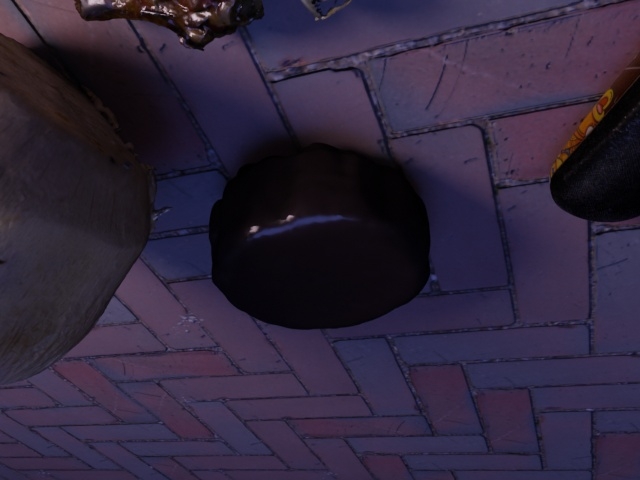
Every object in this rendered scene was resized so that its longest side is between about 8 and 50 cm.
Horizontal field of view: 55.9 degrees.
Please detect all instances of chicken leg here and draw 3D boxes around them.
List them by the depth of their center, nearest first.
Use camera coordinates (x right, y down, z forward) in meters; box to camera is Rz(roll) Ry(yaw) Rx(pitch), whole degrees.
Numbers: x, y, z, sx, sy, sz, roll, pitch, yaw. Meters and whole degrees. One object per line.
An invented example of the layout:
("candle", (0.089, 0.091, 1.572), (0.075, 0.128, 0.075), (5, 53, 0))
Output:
("chicken leg", (-0.141, -0.236, 0.569), (0.196, 0.080, 0.125), (-8, 129, 31))

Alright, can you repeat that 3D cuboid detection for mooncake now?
("mooncake", (0.000, 0.000, 0.773), (0.283, 0.141, 0.283), (-1, 146, -1))

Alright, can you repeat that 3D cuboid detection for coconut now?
("coconut", (-0.375, -0.021, 0.630), (0.346, 0.346, 0.360), (38, 97, -31))

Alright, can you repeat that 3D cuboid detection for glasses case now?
("glasses case", (0.353, -0.129, 0.595), (0.122, 0.082, 0.321), (16, 142, -8))

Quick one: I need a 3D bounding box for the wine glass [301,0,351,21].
("wine glass", (-0.030, -0.267, 0.508), (0.072, 0.072, 0.155), (-24, 130, 34))
